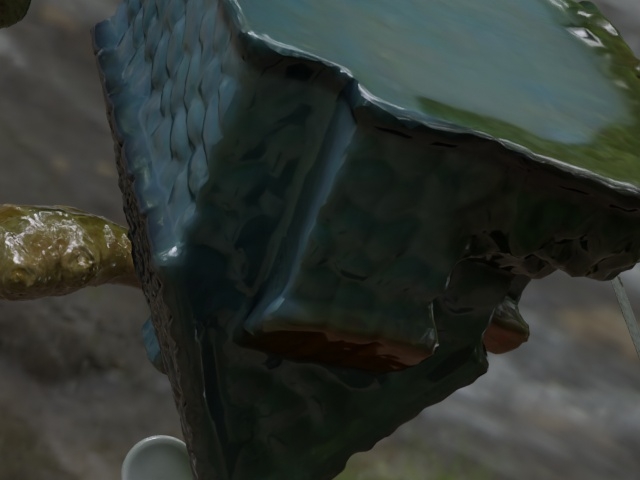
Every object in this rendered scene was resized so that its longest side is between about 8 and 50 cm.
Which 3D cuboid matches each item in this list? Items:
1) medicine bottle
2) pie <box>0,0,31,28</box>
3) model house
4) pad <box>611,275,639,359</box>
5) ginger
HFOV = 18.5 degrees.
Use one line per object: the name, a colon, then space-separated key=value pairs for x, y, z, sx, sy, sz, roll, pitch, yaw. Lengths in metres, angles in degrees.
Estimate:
medicine bottle: x=-0.112 y=0.170 z=1.404 sx=0.057 sy=0.057 sz=0.089 roll=22 pitch=-11 yaw=1
pie: x=-0.194 y=-0.151 z=1.075 sx=0.085 sy=0.085 sz=0.017 roll=24 pitch=50 yaw=4
model house: x=0.000 y=0.000 z=1.182 sx=0.297 sy=0.339 sz=0.360 roll=16 pitch=26 yaw=-24
pad: x=0.207 y=0.023 z=1.365 sx=0.265 sy=0.009 sz=0.160 roll=20 pitch=51 yaw=-78
ginger: x=-0.212 y=0.012 z=1.647 sx=0.333 sy=0.081 sz=0.148 roll=7 pitch=6 yaw=-29
